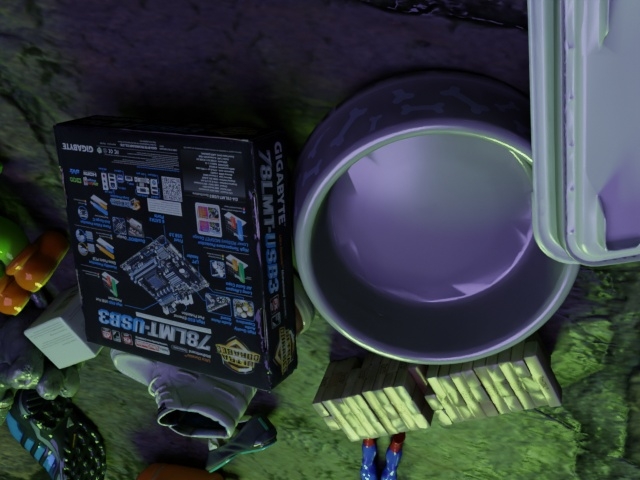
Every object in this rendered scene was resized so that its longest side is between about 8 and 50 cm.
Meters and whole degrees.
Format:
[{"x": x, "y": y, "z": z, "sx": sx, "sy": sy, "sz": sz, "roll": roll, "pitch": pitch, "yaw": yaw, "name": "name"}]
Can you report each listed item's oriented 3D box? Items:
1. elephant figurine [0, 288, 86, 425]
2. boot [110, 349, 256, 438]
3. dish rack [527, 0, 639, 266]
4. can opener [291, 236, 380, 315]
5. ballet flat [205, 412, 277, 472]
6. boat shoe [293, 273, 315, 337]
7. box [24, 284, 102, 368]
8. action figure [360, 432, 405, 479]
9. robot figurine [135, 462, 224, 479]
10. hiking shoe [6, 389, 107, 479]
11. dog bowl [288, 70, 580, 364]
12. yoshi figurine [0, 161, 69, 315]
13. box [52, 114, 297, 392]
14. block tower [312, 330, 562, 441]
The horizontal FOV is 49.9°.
[{"x": -0.540, "y": 0.218, "z": 1.165, "sx": 0.240, "sy": 0.185, "sz": 0.169, "roll": -17, "pitch": 134, "yaw": 19, "name": "elephant figurine"}, {"x": -0.240, "y": 0.236, "z": 1.107, "sx": 0.259, "sy": 0.123, "sz": 0.095, "roll": 11, "pitch": 127, "yaw": 12, "name": "boot"}, {"x": 0.336, "y": -0.124, "z": 0.611, "sx": 0.286, "sy": 0.072, "sz": 0.332, "roll": -9, "pitch": 116, "yaw": 3, "name": "dish rack"}, {"x": 0.000, "y": 0.000, "z": 0.902, "sx": 0.095, "sy": 0.076, "sz": 0.283, "roll": -34, "pitch": 111, "yaw": 1, "name": "can opener"}, {"x": -0.148, "y": 0.345, "z": 1.198, "sx": 0.074, "sy": 0.074, "sz": 0.203, "roll": 42, "pitch": 133, "yaw": -13, "name": "ballet flat"}, {"x": -0.131, "y": 0.032, "z": 0.911, "sx": 0.123, "sy": 0.116, "sz": 0.324, "roll": -18, "pitch": 118, "yaw": 47, "name": "boat shoe"}, {"x": -0.388, "y": 0.132, "z": 1.097, "sx": 0.102, "sy": 0.101, "sz": 0.087, "roll": -22, "pitch": 115, "yaw": 32, "name": "box"}, {"x": 0.087, "y": 0.429, "z": 1.132, "sx": 0.092, "sy": 0.139, "sz": 0.280, "roll": 9, "pitch": 129, "yaw": 15, "name": "action figure"}, {"x": -0.265, "y": 0.490, "z": 1.299, "sx": 0.220, "sy": 0.158, "sz": 0.128, "roll": 4, "pitch": 103, "yaw": 17, "name": "robot figurine"}, {"x": -0.516, "y": 0.381, "z": 1.333, "sx": 0.132, "sy": 0.113, "sz": 0.303, "roll": 0, "pitch": 117, "yaw": 32, "name": "hiking shoe"}, {"x": 0.128, "y": -0.008, "z": 0.777, "sx": 0.349, "sy": 0.102, "sz": 0.348, "roll": 3, "pitch": 120, "yaw": 5, "name": "dog bowl"}, {"x": -0.564, "y": -0.053, "z": 1.014, "sx": 0.362, "sy": 0.203, "sz": 0.203, "roll": 35, "pitch": 170, "yaw": -25, "name": "yoshi figurine"}, {"x": -0.172, "y": 0.008, "z": 0.816, "sx": 0.296, "sy": 0.073, "sz": 0.293, "roll": 8, "pitch": 113, "yaw": 29, "name": "box"}, {"x": 0.158, "y": 0.196, "z": 0.962, "sx": 0.336, "sy": 0.097, "sz": 0.091, "roll": -19, "pitch": 117, "yaw": 31, "name": "block tower"}]
